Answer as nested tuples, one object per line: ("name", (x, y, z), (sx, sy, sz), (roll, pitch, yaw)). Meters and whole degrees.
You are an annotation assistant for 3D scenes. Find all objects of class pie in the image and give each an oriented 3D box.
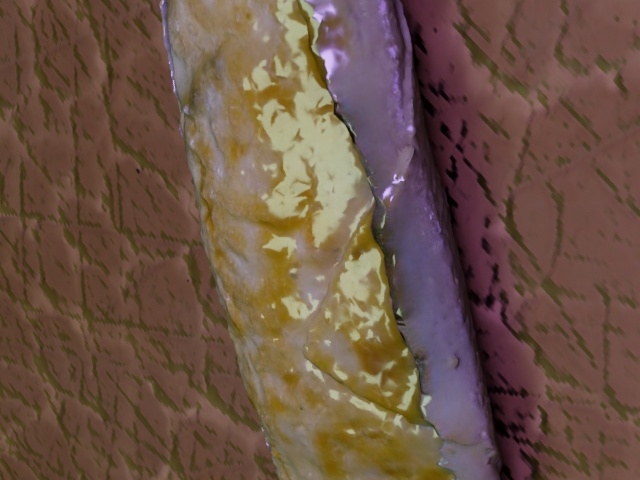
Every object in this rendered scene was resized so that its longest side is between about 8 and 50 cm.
("pie", (0.000, 0.000, 0.734), (0.128, 0.068, 0.282), (1, 110, 48))
